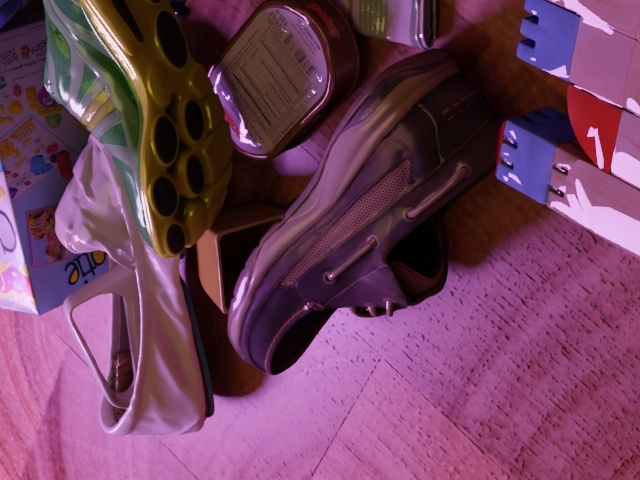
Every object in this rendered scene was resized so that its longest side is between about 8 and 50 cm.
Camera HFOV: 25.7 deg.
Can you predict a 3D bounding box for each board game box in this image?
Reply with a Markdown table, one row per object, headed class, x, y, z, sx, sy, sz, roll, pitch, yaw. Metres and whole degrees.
| class | x | y | z | sx | sy | sz | roll | pitch | yaw |
| --- | --- | --- | --- | --- | --- | --- | --- | --- | --- |
| board game box | -0.304 | -0.083 | 1.415 | 0.142 | 0.144 | 0.275 | 7 | 114 | 40 |

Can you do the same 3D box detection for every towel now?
| class | x | y | z | sx | sy | sz | roll | pitch | yaw |
| --- | --- | --- | --- | --- | --- | --- | --- | --- | --- |
| towel | 0.028 | -0.220 | 1.135 | 0.152 | 0.023 | 0.113 | 19 | 121 | 35 |

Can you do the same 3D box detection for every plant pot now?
| class | x | y | z | sx | sy | sz | roll | pitch | yaw |
| --- | --- | --- | --- | --- | --- | --- | --- | --- | --- |
| plant pot | -0.078 | 0.007 | 1.306 | 0.083 | 0.081 | 0.082 | 32 | 132 | 51 |

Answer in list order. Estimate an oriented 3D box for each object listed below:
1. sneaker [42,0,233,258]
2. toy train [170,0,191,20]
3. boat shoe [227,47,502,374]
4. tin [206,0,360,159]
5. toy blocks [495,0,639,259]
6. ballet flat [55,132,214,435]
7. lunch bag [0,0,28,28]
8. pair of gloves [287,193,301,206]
| class | x | y | z | sx | sy | sz | roll | pitch | yaw |
| --- | --- | --- | --- | --- | --- | --- | --- | --- | --- |
| sneaker | -0.166 | -0.130 | 1.226 | 0.123 | 0.109 | 0.296 | -3 | 108 | 47 |
| toy train | -0.131 | -0.265 | 1.218 | 0.105 | 0.080 | 0.184 | 47 | 134 | 5 |
| boat shoe | 0.036 | 0.008 | 1.160 | 0.130 | 0.132 | 0.355 | 43 | 131 | 13 |
| tin | -0.037 | -0.142 | 1.212 | 0.106 | 0.040 | 0.189 | 57 | 142 | 7 |
| toy blocks | 0.242 | -0.133 | 0.899 | 0.261 | 0.190 | 0.381 | 35 | 132 | 39 |
| ballet flat | -0.188 | 0.024 | 1.357 | 0.139 | 0.139 | 0.400 | 14 | 121 | 37 |
| lunch bag | -0.348 | -0.287 | 1.342 | 0.219 | 0.176 | 0.090 | 2 | 154 | 39 |
| pair of gloves | 0.000 | 0.000 | 1.279 | 0.074 | 0.010 | 0.083 | 19 | 122 | 35 |
